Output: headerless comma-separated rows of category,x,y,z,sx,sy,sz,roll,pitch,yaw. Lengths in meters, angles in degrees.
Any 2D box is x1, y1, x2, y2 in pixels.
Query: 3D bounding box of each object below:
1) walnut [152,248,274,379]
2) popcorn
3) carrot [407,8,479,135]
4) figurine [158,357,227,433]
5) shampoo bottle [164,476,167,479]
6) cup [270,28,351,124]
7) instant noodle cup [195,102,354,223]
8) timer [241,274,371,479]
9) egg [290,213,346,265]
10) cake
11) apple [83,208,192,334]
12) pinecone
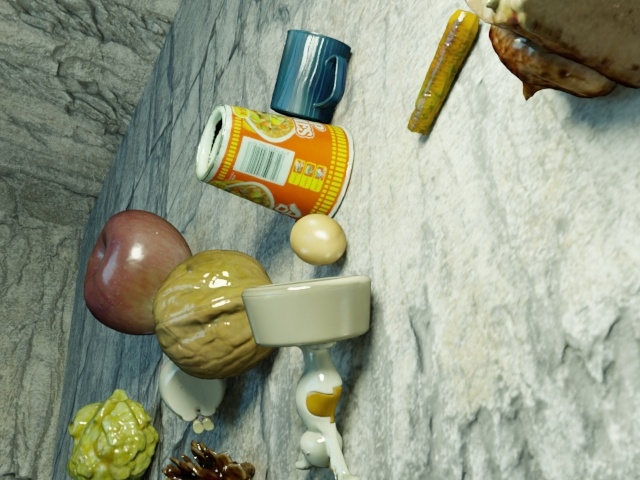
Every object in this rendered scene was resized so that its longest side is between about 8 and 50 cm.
walnut,-0.170,0.124,1.259,0.228,0.228,0.227,-41,41,50
popcorn,-0.488,0.491,1.748,0.256,0.195,0.254,-60,39,31
carrot,0.157,-0.214,0.960,0.170,0.042,0.042,-68,26,20
figurine,-0.243,0.261,1.432,0.155,0.127,0.235,64,174,-11
shampoo bottle,-0.317,0.593,1.443,0.085,0.085,0.262,-8,69,63
cup,-0.018,-0.276,1.257,0.150,0.114,0.138,-131,56,-82
instant noodle cup,-0.084,-0.128,1.205,0.193,0.212,0.193,-42,41,51
timer,-0.005,0.186,0.989,0.175,0.175,0.265,-11,86,63
egg,0.000,0.000,1.121,0.096,0.080,0.080,11,87,49
cake,0.229,-0.267,0.661,0.293,0.199,0.196,-63,30,28
apple,-0.434,0.077,1.796,0.306,0.235,0.305,-40,40,46
pinecone,-0.191,0.434,1.168,0.185,0.169,0.212,110,-177,-62
